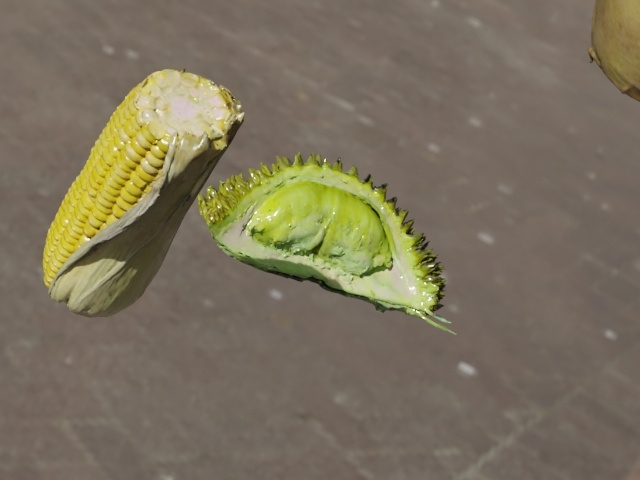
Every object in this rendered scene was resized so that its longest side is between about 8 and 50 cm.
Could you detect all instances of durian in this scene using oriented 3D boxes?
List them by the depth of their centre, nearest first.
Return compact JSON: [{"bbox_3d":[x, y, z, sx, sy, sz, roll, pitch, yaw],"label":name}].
[{"bbox_3d":[0.000,0.000,2.032,0.352,0.158,0.169,22,61,-26],"label":"durian"}]

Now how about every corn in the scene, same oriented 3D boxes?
[{"bbox_3d":[-0.175,-0.041,1.622,0.123,0.305,0.122,-2,55,-34],"label":"corn"}]

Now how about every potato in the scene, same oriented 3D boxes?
[{"bbox_3d":[0.260,-0.232,1.212,0.098,0.243,0.138,28,-18,26],"label":"potato"}]
